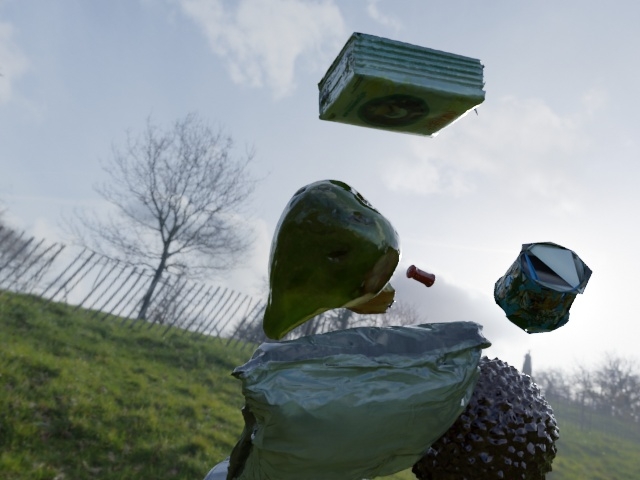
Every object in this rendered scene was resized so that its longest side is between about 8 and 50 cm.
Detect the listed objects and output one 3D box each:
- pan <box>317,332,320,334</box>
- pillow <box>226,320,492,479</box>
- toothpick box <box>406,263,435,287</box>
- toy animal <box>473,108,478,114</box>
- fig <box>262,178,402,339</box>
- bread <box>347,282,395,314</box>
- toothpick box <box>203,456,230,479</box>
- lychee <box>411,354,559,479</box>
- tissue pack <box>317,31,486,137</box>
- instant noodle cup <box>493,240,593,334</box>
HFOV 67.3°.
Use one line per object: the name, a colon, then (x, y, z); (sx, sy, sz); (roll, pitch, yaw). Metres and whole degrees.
pan: (0.016, 0.331, 1.432); (0.068, 0.115, 0.023); (-23, -13, 17)
pillow: (0.035, 0.225, 0.608); (0.310, 0.138, 0.283); (-4, -50, -15)
toothpick box: (0.298, 0.105, 1.437); (0.083, 0.047, 0.047); (25, -25, -23)
toy animal: (0.428, -0.470, 1.498); (0.108, 0.220, 0.062); (5, -39, -24)
fig: (-0.013, 0.043, 0.759); (0.206, 0.275, 0.206); (40, 10, -9)
bread: (0.050, 0.063, 1.081); (0.260, 0.134, 0.129); (57, -23, 19)
toothpick box: (-0.054, 0.526, 0.930); (0.355, 0.263, 0.263); (-23, -41, 25)
lychee: (0.282, 0.329, 0.838); (0.268, 0.267, 0.267); (14, -24, 7)
tissue pack: (0.217, -0.423, 1.358); (0.388, 0.162, 0.287); (4, -11, -18)
instant noodle cup: (0.642, 0.126, 1.399); (0.240, 0.240, 0.178); (13, -39, 9)
